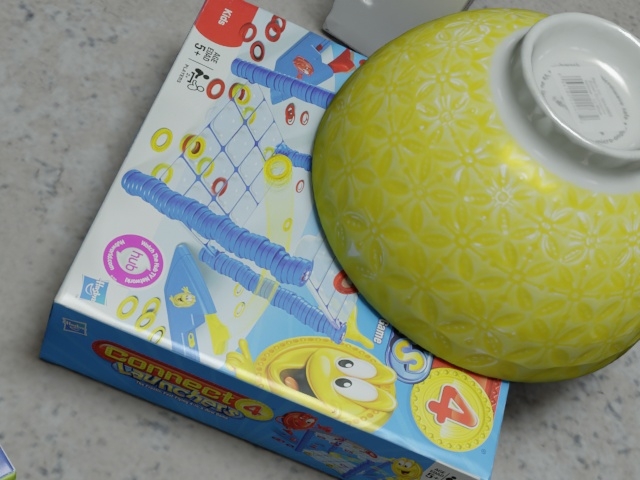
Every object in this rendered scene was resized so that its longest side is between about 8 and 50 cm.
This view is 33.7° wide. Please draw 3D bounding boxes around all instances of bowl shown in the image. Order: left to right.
[{"bbox_3d":[0.154,-0.064,0.728,0.290,0.156,0.289,10,57,-16],"label":"bowl"}]

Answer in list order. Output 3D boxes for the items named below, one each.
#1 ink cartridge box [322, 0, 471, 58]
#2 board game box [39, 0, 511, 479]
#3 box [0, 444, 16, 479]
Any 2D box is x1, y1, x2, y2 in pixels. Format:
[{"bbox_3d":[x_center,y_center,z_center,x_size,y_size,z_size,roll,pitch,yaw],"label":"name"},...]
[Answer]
[{"bbox_3d":[0.121,-0.277,0.936,0.100,0.172,0.237,35,55,1],"label":"ink cartridge box"},{"bbox_3d":[0.000,0.000,0.777,0.302,0.086,0.308,23,55,-7],"label":"board game box"},{"bbox_3d":[-0.265,0.115,0.633,0.109,0.042,0.178,-27,73,-31],"label":"box"}]
